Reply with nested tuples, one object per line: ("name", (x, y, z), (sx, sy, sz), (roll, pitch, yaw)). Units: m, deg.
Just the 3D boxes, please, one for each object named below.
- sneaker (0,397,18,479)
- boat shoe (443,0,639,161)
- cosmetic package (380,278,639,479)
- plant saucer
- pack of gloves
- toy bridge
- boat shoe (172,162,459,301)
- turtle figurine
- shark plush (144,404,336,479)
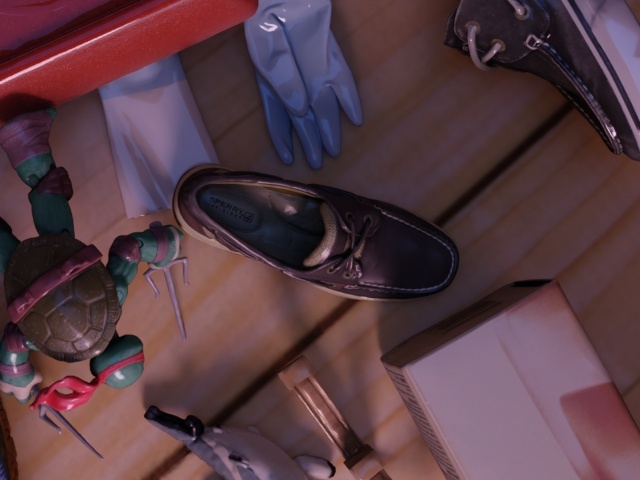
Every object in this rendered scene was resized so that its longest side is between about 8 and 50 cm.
("sneaker", (-0.274, 0.192, 0.984), (0.131, 0.112, 0.296), (-14, 88, -6))
("boat shoe", (0.142, -0.180, 1.053), (0.119, 0.121, 0.335), (-35, 80, 2))
("cosmetic package", (0.173, 0.185, 1.007), (0.129, 0.153, 0.296), (-28, 91, -5))
("plant saucer", (-0.211, -0.231, 0.998), (0.258, 0.048, 0.259), (-24, 93, 1))
("pack of gloves", (-0.080, -0.152, 1.063), (0.195, 0.046, 0.232), (-14, 99, -5))
("toy bridge", (0.033, 0.166, 1.037), (0.026, 0.063, 0.188), (-38, 90, -6))
("boat shoe", (0.000, -0.001, 1.031), (0.224, 0.073, 0.080), (17, 94, -8))
("turtle figurine", (-0.179, 0.031, 1.004), (0.175, 0.118, 0.234), (-33, 85, -6))
("shark plush", (-0.064, 0.178, 1.035), (0.161, 0.073, 0.067), (30, 115, -8))
